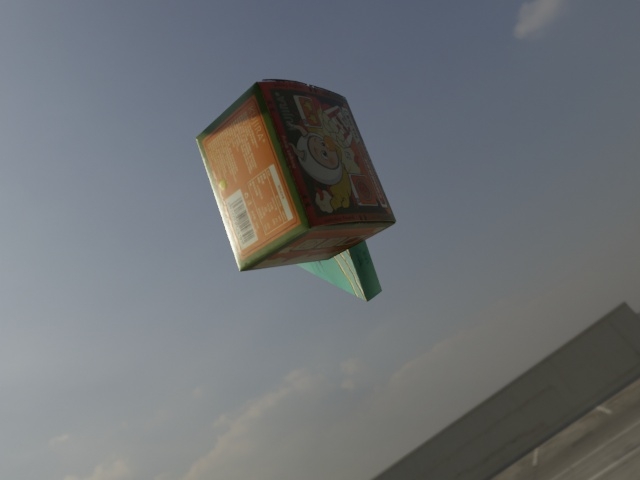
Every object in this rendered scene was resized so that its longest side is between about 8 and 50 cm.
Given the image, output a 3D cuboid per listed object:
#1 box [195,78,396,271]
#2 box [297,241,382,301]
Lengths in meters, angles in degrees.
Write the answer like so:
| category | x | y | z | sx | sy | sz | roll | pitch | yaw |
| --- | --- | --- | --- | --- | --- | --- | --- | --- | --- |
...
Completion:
| category | x | y | z | sx | sy | sz | roll | pitch | yaw |
| --- | --- | --- | --- | --- | --- | --- | --- | --- | --- |
| box | -0.029 | -0.081 | 0.734 | 0.148 | 0.194 | 0.178 | -31 | -17 | 38 |
| box | 0.001 | 0.000 | 0.965 | 0.041 | 0.229 | 0.162 | -35 | -58 | -23 |
